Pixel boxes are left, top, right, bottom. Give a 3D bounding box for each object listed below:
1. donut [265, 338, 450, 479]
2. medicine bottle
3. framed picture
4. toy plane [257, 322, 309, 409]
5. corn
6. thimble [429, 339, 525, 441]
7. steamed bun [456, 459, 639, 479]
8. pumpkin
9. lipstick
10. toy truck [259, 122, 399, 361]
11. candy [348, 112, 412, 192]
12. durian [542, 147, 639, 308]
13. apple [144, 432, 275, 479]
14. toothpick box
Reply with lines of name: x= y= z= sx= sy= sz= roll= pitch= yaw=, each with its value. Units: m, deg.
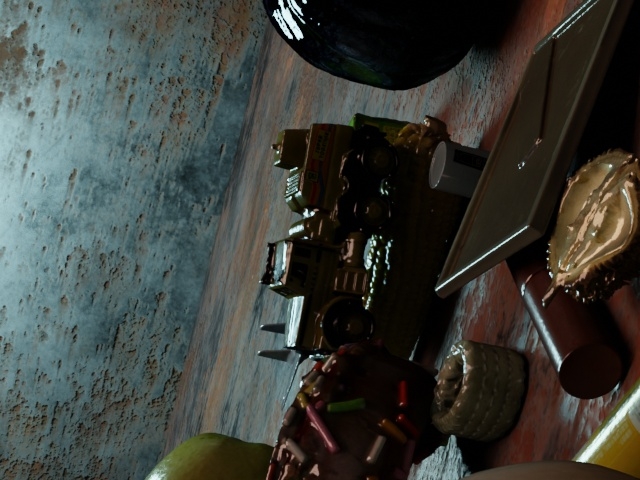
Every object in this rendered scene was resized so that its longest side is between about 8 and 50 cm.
donut: x=0.030 y=0.267 z=1.465 sx=0.259 sy=0.136 sz=0.345 roll=21 pitch=-101 yaw=-74
medicine bottle: x=0.222 y=0.149 z=1.049 sx=0.218 sy=0.074 sz=0.074 roll=117 pitch=161 yaw=-44
framed picture: x=0.195 y=-0.099 z=1.339 sx=0.289 sy=0.016 sz=0.213 roll=-66 pitch=9 yaw=-23
toy plane: x=0.001 y=0.105 z=2.086 sx=0.267 sy=0.088 sz=0.212 roll=135 pitch=145 yaw=-54
corn: x=0.095 y=0.015 z=1.695 sx=0.097 sy=0.097 sz=0.319 roll=-112 pitch=35 yaw=-69
thimble: x=0.146 y=0.144 z=1.409 sx=0.110 sy=0.062 sz=0.084 roll=121 pitch=159 yaw=-54
steamed bun: x=0.148 y=0.294 z=0.905 sx=0.324 sy=0.206 sz=0.324 roll=-165 pitch=90 yaw=-77
pumpkin: x=0.082 y=-0.357 z=1.731 sx=0.363 sy=0.266 sz=0.363 roll=-163 pitch=90 yaw=-76
lipstick: x=0.196 y=0.023 z=1.323 sx=0.356 sy=0.057 sz=0.057 roll=-100 pitch=26 yaw=-62
toy truck: x=0.004 y=0.003 z=1.628 sx=0.127 sy=0.127 sz=0.257 roll=164 pitch=112 yaw=-73
candy: x=0.060 y=-0.085 z=1.954 sx=0.194 sy=0.097 sz=0.062 roll=120 pitch=155 yaw=-57
durian: x=0.226 y=0.002 z=1.166 sx=0.140 sy=0.071 sz=0.110 roll=-61 pitch=20 yaw=12
apple: x=-0.110 y=0.381 z=1.898 sx=0.292 sy=0.292 sz=0.254 roll=140 pitch=146 yaw=-71
toothpick box: x=0.158 y=-0.068 z=1.516 sx=0.052 sy=0.083 sz=0.052 roll=-168 pitch=90 yaw=-78
